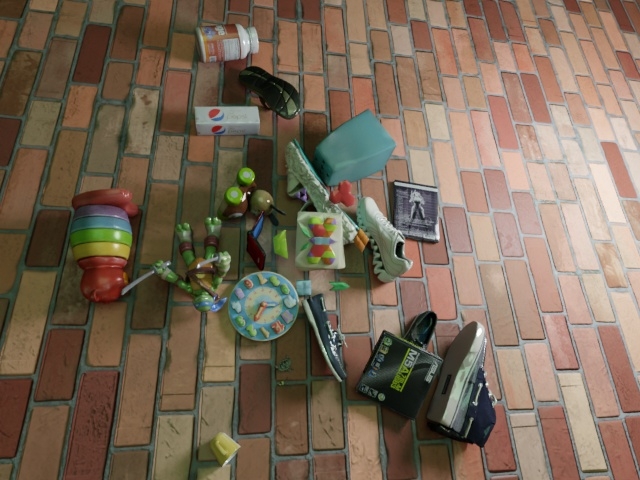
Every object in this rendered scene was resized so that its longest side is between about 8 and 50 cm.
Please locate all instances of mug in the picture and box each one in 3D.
[{"bbox_3d":[-0.241,0.514,1.022,0.064,0.078,0.062,41,38,17],"label":"mug"}]

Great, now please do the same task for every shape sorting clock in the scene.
[{"bbox_3d":[-0.165,0.188,1.187,0.205,0.040,0.207,2,70,-6],"label":"shape sorting clock"}]

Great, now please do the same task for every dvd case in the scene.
[{"bbox_3d":[0.335,-0.105,1.437,0.164,0.018,0.222,8,66,-7],"label":"dvd case"}]

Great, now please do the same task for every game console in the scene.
[{"bbox_3d":[-0.173,0.002,1.215,0.085,0.144,0.124,-31,76,-21],"label":"game console"}]

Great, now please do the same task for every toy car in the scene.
[{"bbox_3d":[-0.203,-0.105,1.264,0.188,0.155,0.149,31,64,-11],"label":"toy car"}]

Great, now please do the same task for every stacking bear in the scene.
[{"bbox_3d":[-0.592,0.026,1.119,0.164,0.175,0.290,-4,75,-15],"label":"stacking bear"}]

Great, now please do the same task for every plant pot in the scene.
[{"bbox_3d":[0.100,-0.296,1.394,0.234,0.165,0.166,-30,76,-19],"label":"plant pot"}]

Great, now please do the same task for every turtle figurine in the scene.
[{"bbox_3d":[-0.348,0.042,1.114,0.274,0.197,0.267,32,34,-42],"label":"turtle figurine"}]

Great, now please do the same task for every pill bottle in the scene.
[{"bbox_3d":[-0.345,-0.733,1.512,0.215,0.121,0.121,-15,71,-18],"label":"pill bottle"}]

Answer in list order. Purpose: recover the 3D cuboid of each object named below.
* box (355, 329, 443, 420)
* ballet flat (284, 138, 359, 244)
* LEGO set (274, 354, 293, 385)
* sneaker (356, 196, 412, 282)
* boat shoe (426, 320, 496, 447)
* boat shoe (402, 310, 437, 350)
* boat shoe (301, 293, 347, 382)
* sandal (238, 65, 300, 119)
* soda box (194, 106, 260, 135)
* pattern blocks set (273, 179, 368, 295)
[{"bbox_3d":[0.220,0.378,1.151,0.184,0.045,0.191,27,90,3],"label":"box"},{"bbox_3d":[-0.030,-0.146,1.323,0.146,0.147,0.409,-28,75,-21],"label":"ballet flat"},{"bbox_3d":[-0.100,0.362,1.141,0.054,0.023,0.083,-5,68,-14],"label":"LEGO set"},{"bbox_3d":[0.206,-0.017,1.305,0.110,0.118,0.293,-3,67,-43],"label":"sneaker"},{"bbox_3d":[0.441,0.419,1.186,0.158,0.127,0.341,31,72,-4],"label":"boat shoe"},{"bbox_3d":[0.288,0.305,1.216,0.080,0.076,0.229,36,66,6],"label":"boat shoe"},{"bbox_3d":[0.025,0.273,1.171,0.079,0.095,0.255,-22,64,-8],"label":"boat shoe"},{"bbox_3d":[-0.178,-0.533,1.487,0.120,0.086,0.303,-37,64,-17],"label":"sandal"},{"bbox_3d":[-0.321,-0.411,1.407,0.215,0.069,0.074,-5,68,-13],"label":"soda box"},{"bbox_3d":[0.000,0.000,1.229,0.285,0.026,0.325,-13,93,-1],"label":"pattern blocks set"}]
